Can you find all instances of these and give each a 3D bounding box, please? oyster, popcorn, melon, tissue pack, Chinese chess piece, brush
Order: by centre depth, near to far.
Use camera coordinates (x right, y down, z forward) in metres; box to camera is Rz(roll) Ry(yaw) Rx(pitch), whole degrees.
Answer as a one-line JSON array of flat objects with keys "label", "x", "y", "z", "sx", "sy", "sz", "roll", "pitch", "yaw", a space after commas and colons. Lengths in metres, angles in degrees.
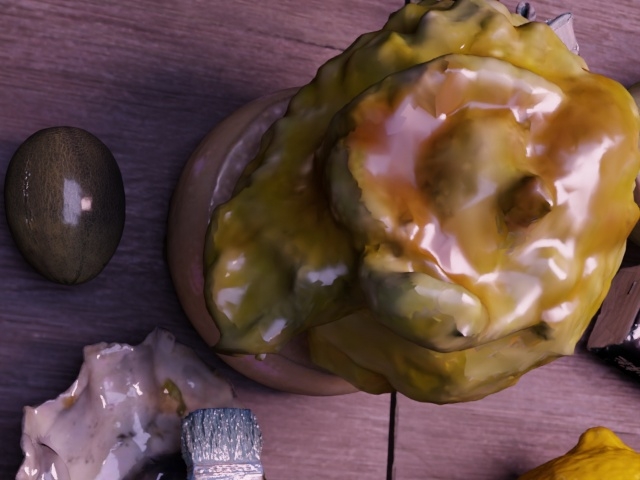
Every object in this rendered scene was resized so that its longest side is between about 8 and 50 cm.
[{"label": "popcorn", "x": 0.085, "y": -0.018, "z": 0.973, "sx": 0.279, "sy": 0.274, "sz": 0.335, "roll": 37, "pitch": 76, "yaw": -45}, {"label": "brush", "x": -0.068, "y": 0.224, "z": 0.991, "sx": 0.070, "sy": 0.021, "sz": 0.196, "roll": 4, "pitch": 68, "yaw": -29}, {"label": "oyster", "x": -0.141, "y": 0.250, "z": 1.024, "sx": 0.238, "sy": 0.115, "sz": 0.351, "roll": -10, "pitch": 89, "yaw": -33}, {"label": "melon", "x": -0.207, "y": -0.029, "z": 1.051, "sx": 0.098, "sy": 0.098, "sz": 0.130, "roll": -1, "pitch": 78, "yaw": -23}, {"label": "Chinese chess piece", "x": 0.000, "y": 0.000, "z": 1.127, "sx": 0.270, "sy": 0.112, "sz": 0.270, "roll": 4, "pitch": 80, "yaw": -23}, {"label": "tissue pack", "x": 0.356, "y": 0.107, "z": 1.267, "sx": 0.170, "sy": 0.090, "sz": 0.103, "roll": 34, "pitch": 69, "yaw": -12}]

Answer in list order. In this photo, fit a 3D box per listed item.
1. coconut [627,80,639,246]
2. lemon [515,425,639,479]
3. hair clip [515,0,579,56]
[{"label": "coconut", "x": 0.375, "y": -0.070, "z": 1.253, "sx": 0.204, "sy": 0.236, "sz": 0.236, "roll": 19, "pitch": 69, "yaw": -56}, {"label": "lemon", "x": 0.243, "y": 0.293, "z": 1.112, "sx": 0.228, "sy": 0.228, "sz": 0.253, "roll": 29, "pitch": 69, "yaw": -16}, {"label": "hair clip", "x": 0.165, "y": -0.148, "z": 1.218, "sx": 0.218, "sy": 0.071, "sz": 0.159, "roll": -55, "pitch": 136, "yaw": -32}]
